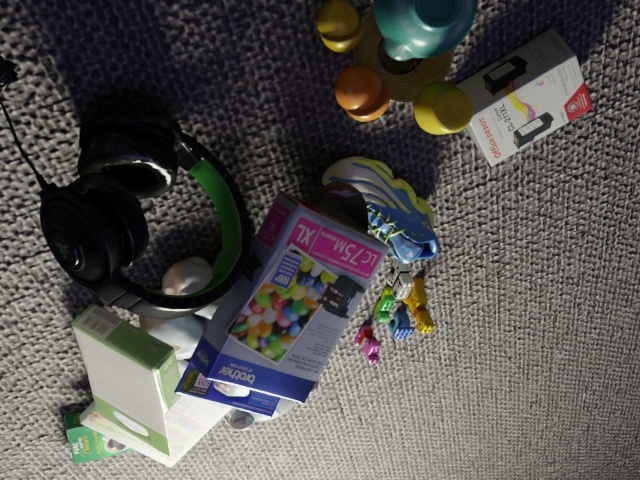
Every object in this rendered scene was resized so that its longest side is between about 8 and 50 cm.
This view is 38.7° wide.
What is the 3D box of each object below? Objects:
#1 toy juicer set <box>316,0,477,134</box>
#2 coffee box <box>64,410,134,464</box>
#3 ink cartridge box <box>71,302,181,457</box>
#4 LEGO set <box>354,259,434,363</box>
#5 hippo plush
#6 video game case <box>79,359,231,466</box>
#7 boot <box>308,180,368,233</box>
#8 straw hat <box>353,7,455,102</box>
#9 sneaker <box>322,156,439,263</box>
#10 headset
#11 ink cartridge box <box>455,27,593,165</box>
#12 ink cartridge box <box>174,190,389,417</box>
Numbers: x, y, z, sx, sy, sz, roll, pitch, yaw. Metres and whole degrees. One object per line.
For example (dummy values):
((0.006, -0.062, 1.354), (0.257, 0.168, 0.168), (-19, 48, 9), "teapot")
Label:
((0.097, -0.297, 1.122), (0.209, 0.089, 0.329), (2, 103, -11), "toy juicer set")
((-0.365, 0.341, 1.657), (0.184, 0.040, 0.113), (-12, 137, -14), "coffee box")
((-0.299, 0.226, 1.454), (0.056, 0.171, 0.235), (-47, 150, -36), "ink cartridge box")
((0.149, 0.142, 1.639), (0.087, 0.093, 0.227), (-1, 135, -25), "LEGO set")
((-0.145, 0.183, 1.433), (0.234, 0.237, 0.294), (-24, 140, 1), "hippo plush")
((-0.279, 0.293, 1.607), (0.193, 0.023, 0.212), (-45, 126, 10), "video game case")
((0.000, 0.000, 1.387), (0.112, 0.115, 0.305), (2, 141, -9), "boot")
((0.103, -0.249, 1.203), (0.144, 0.061, 0.145), (-1, 93, -15), "straw hat")
((0.107, -0.040, 1.391), (0.240, 0.126, 0.091), (23, 122, -41), "sneaker")
((-0.245, -0.071, 1.105), (0.394, 0.243, 0.185), (33, 144, -21), "headset")
((0.294, -0.206, 1.338), (0.175, 0.072, 0.127), (-31, 140, 9), "ink cartridge box")
((-0.051, 0.107, 1.254), (0.185, 0.065, 0.311), (24, 99, -40), "ink cartridge box")
